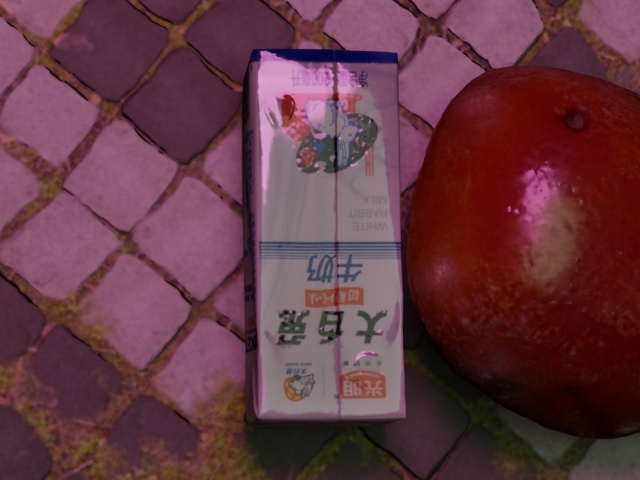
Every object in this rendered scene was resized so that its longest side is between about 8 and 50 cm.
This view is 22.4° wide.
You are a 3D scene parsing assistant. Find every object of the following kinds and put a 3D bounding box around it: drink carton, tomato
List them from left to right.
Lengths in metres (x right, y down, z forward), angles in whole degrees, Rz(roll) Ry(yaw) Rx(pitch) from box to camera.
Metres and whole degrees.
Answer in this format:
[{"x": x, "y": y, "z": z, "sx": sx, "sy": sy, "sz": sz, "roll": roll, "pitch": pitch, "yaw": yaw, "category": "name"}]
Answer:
[{"x": 0.000, "y": 0.000, "z": 1.367, "sx": 0.130, "sy": 0.106, "sz": 0.315, "roll": 1, "pitch": 82, "yaw": -7, "category": "drink carton"}, {"x": 0.241, "y": 0.001, "z": 1.345, "sx": 0.338, "sy": 0.143, "sz": 0.338, "roll": 6, "pitch": 76, "yaw": -22, "category": "tomato"}]
